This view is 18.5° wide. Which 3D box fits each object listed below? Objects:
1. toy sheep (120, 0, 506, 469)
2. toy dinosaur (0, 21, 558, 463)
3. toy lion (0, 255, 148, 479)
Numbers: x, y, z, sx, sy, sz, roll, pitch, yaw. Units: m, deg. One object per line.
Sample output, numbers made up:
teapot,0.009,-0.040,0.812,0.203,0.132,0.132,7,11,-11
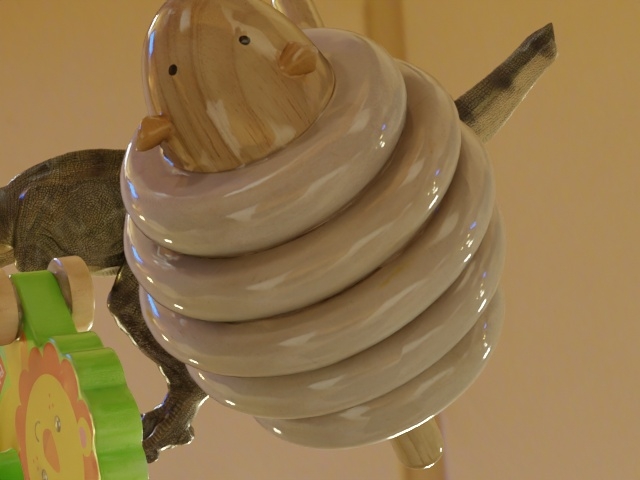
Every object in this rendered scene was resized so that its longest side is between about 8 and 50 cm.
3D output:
toy sheep,0.000,0.000,0.429,0.091,0.132,0.091,-22,-146,16
toy dinosaur,-0.037,0.009,0.705,0.268,0.118,0.064,-11,-162,6
toy lion,-0.077,0.060,0.565,0.034,0.100,0.096,-7,-128,-28
